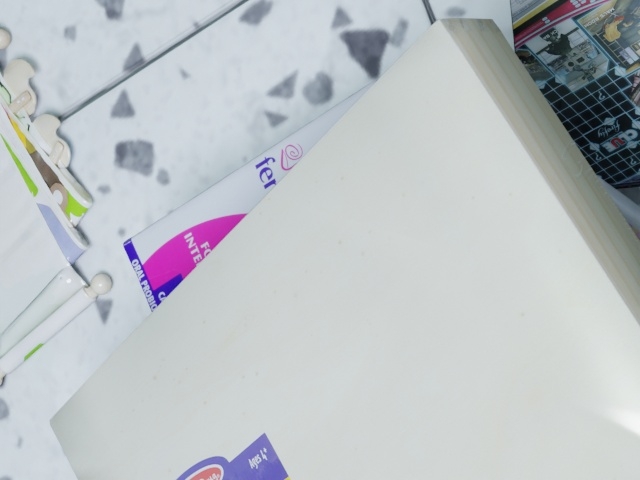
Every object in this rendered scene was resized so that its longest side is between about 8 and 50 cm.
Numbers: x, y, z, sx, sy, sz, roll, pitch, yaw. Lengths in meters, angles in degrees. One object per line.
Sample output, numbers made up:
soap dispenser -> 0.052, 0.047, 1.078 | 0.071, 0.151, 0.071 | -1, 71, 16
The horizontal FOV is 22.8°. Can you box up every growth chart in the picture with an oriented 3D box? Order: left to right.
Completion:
growth chart -> -0.245, -0.027, 1.221 | 0.172, 0.021, 0.237 | -33, 75, 28

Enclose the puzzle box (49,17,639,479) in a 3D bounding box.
puzzle box -> 0.020, 0.108, 0.884 | 0.409, 0.052, 0.272 | -43, 68, 36

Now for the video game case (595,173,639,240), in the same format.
video game case -> 0.123, 0.018, 0.926 | 0.143, 0.157, 0.019 | -39, 40, 27

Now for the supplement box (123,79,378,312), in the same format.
supplement box -> 0.000, 0.000, 1.018 | 0.220, 0.114, 0.111 | -31, 75, 27

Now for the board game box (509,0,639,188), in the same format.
board game box -> 0.229, -0.117, 0.911 | 0.243, 0.042, 0.165 | -5, 90, 32
